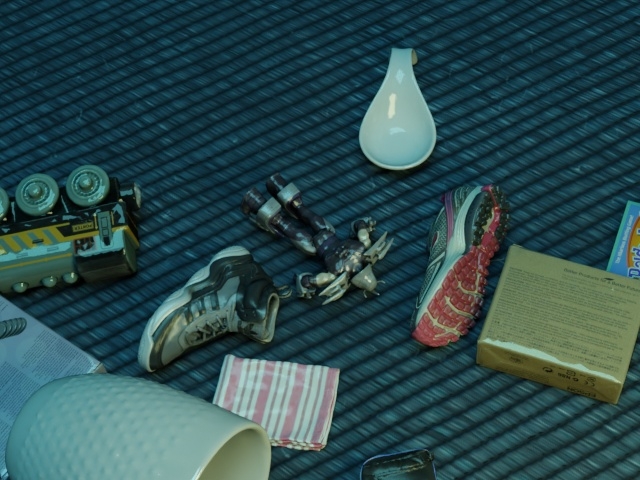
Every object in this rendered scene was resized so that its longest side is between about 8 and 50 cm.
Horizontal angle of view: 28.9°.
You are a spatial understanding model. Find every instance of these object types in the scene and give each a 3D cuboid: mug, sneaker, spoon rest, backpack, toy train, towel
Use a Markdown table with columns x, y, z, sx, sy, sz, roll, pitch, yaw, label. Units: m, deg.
| x | y | z | sx | sy | sz | roll | pitch | yaw | label |
| --- | --- | --- | --- | --- | --- | --- | --- | --- | --- |
| -0.296 | 0.383 | 1.818 | 0.328 | 0.276 | 0.374 | 20 | 93 | 23 | mug |
| -0.167 | 0.134 | 2.028 | 0.153 | 0.101 | 0.268 | 32 | 64 | 25 | sneaker |
| 0.141 | -0.245 | 2.244 | 0.137 | 0.084 | 0.276 | 0 | 58 | 6 | spoon rest |
| 0.117 | 0.375 | 1.863 | 0.114 | 0.084 | 0.105 | -5 | 58 | -4 | backpack |
| -0.467 | -0.010 | 2.134 | 0.334 | 0.142 | 0.190 | -11 | 68 | -1 | toy train |
| 0.218 | 0.043 | 2.055 | 0.112 | 0.121 | 0.299 | 1 | 54 | 41 | sneaker |
| -0.076 | 0.256 | 1.989 | 0.197 | 0.029 | 0.144 | 6 | 59 | 9 | towel |

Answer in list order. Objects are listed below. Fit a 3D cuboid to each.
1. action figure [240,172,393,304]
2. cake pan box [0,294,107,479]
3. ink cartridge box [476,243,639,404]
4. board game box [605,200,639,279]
| x | y | z | sx | sy | sz | roll | pitch | yaw | label |
| --- | --- | --- | --- | --- | --- | --- | --- | --- | --- |
| 0.000 | 0.000 | 2.104 | 0.185 | 0.099 | 0.285 | -39 | 66 | -25 | action figure |
| -0.519 | 0.249 | 2.015 | 0.246 | 0.070 | 0.267 | 27 | 65 | 22 | cake pan box |
| 0.387 | 0.133 | 1.984 | 0.235 | 0.088 | 0.193 | 16 | 60 | 15 | ink cartridge box |
| 0.588 | 0.034 | 2.049 | 0.210 | 0.047 | 0.160 | 15 | 62 | 15 | board game box |
